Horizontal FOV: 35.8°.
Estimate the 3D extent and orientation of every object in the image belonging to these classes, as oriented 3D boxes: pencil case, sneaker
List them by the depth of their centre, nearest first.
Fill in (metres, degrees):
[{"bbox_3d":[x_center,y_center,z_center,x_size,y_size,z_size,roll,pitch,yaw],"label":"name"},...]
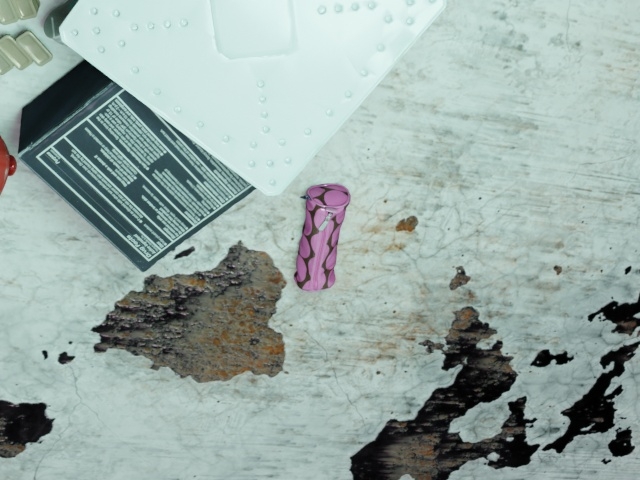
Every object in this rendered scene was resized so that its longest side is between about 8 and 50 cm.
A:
[{"bbox_3d":[-0.355,-0.360,1.518,0.152,0.054,0.061,-44,157,4],"label":"sneaker"},{"bbox_3d":[0.000,0.000,1.835,0.095,0.098,0.209,-3,126,-14],"label":"pencil case"}]

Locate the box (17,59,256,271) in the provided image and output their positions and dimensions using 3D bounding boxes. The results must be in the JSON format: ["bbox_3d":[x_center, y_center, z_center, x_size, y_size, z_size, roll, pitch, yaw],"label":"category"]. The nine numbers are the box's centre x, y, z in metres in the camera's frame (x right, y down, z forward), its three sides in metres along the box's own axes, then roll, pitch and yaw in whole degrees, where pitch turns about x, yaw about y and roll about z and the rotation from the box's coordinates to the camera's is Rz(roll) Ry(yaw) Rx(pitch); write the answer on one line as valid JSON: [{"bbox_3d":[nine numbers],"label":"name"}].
[{"bbox_3d":[-0.274,-0.163,1.590,0.294,0.183,0.296,-35,124,9],"label":"box"}]

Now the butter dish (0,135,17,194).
[{"bbox_3d":[-0.544,-0.123,1.584,0.118,0.160,0.160,1,127,-45],"label":"butter dish"}]

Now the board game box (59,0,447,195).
[{"bbox_3d":[-0.093,-0.315,1.373,0.390,0.050,0.390,37,109,-17],"label":"board game box"}]

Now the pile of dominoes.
[{"bbox_3d":[-0.551,-0.334,1.499,0.251,0.040,0.196,-13,128,4],"label":"pile of dominoes"}]
